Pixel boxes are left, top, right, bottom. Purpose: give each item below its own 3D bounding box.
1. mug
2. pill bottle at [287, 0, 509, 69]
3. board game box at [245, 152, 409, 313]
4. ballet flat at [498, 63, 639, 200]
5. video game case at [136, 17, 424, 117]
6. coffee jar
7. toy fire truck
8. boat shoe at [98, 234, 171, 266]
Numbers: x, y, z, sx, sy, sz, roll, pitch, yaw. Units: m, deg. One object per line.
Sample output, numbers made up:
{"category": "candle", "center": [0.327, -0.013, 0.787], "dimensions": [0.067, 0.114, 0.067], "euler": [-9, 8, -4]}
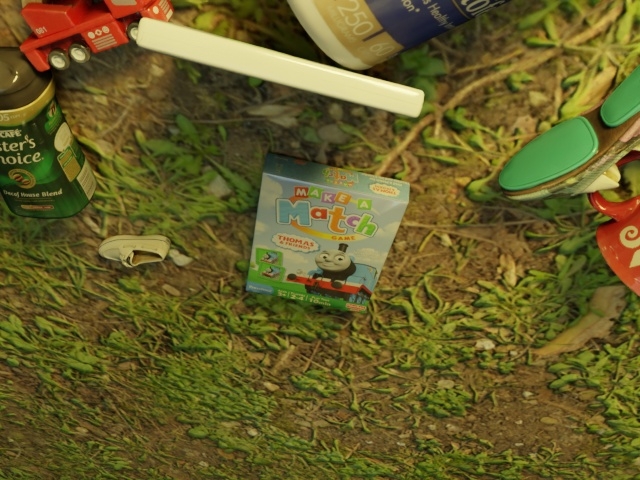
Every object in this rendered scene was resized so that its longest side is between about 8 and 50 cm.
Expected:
{"category": "mug", "center": [0.357, -0.032, 0.619], "dimensions": [0.150, 0.113, 0.169], "euler": [22, 133, -17]}
{"category": "pill bottle", "center": [0.104, -0.229, 0.407], "dimensions": [0.264, 0.153, 0.153], "euler": [-20, 131, 28]}
{"category": "board game box", "center": [0.000, 0.000, 0.764], "dimensions": [0.160, 0.039, 0.212], "euler": [11, 137, -3]}
{"category": "ballet flat", "center": [0.270, -0.095, 0.593], "dimensions": [0.079, 0.077, 0.221], "euler": [26, 131, -25]}
{"category": "video game case", "center": [-0.029, -0.138, 0.526], "dimensions": [0.201, 0.183, 0.023], "euler": [13, 103, -5]}
{"category": "coffee jar", "center": [-0.305, -0.109, 0.663], "dimensions": [0.096, 0.079, 0.184], "euler": [2, 138, 7]}
{"category": "toy fire truck", "center": [-0.239, -0.219, 0.554], "dimensions": [0.191, 0.047, 0.135], "euler": [-11, 133, 19]}
{"category": "boat shoe", "center": [-0.241, 0.016, 0.825], "dimensions": [0.100, 0.035, 0.035], "euler": [-3, 137, 12]}
